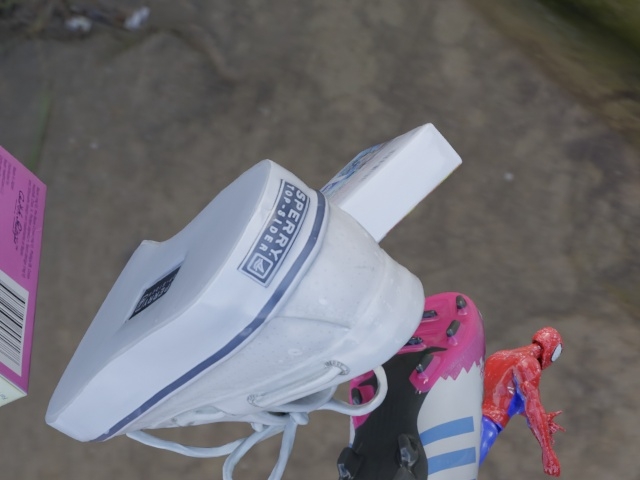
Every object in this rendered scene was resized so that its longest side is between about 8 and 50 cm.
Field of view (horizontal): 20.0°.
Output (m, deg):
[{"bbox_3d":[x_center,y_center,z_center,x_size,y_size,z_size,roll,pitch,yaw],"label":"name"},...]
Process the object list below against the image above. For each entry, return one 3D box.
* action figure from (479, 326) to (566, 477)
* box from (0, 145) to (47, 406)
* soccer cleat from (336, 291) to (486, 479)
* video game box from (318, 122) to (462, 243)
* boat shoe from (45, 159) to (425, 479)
[{"bbox_3d":[0.167,0.214,1.734,0.280,0.139,0.091,-52,20,-16],"label":"action figure"},{"bbox_3d":[-0.348,0.052,1.419,0.243,0.117,0.213,-25,44,23],"label":"box"},{"bbox_3d":[0.085,0.181,1.571,0.116,0.331,0.143,-13,119,24],"label":"soccer cleat"},{"bbox_3d":[0.000,0.000,1.421,0.205,0.187,0.048,-43,99,-13],"label":"video game box"},{"bbox_3d":[-0.039,0.067,1.041,0.367,0.156,0.136,-35,27,60],"label":"boat shoe"}]
